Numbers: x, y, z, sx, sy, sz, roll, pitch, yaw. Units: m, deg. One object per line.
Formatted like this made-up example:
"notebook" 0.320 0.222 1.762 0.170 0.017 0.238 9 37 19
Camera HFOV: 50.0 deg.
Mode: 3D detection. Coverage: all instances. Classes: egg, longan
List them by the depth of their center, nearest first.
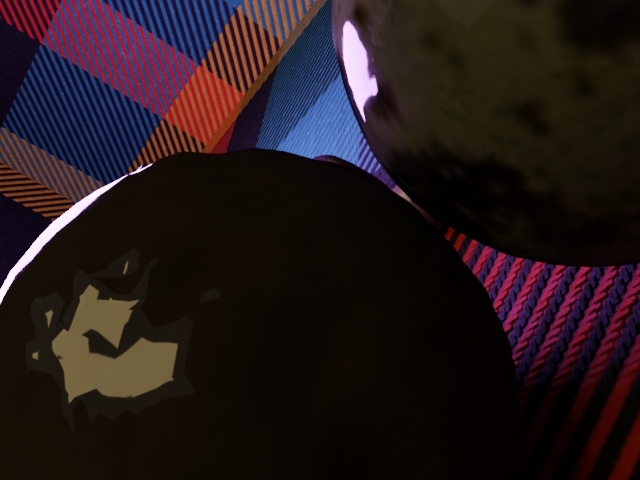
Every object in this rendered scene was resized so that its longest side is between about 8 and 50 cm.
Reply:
"egg" 0.186 -0.177 0.478 0.345 0.345 0.428 -41 14 40
"longan" -0.061 0.117 0.561 0.404 0.403 0.435 -64 20 -12

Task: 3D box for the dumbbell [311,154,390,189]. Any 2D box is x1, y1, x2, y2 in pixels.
"dumbbell" 0.000 0.000 0.970 0.226 0.124 0.140 -62 20 -8

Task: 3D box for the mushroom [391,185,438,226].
"mushroom" 0.067 0.014 0.845 0.247 0.096 0.108 -52 -4 11
